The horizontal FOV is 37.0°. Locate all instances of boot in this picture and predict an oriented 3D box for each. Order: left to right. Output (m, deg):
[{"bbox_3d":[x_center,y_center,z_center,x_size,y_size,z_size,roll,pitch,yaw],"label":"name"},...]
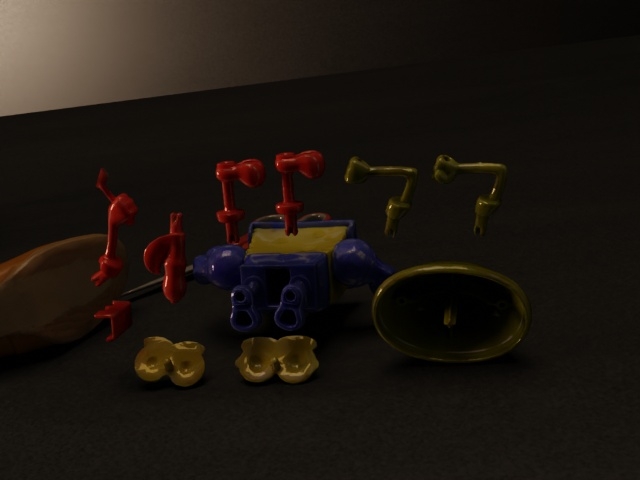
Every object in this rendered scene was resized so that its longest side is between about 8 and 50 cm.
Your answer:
[{"bbox_3d":[-0.355,0.064,0.942,0.211,0.104,0.295,4,26,34],"label":"boot"}]

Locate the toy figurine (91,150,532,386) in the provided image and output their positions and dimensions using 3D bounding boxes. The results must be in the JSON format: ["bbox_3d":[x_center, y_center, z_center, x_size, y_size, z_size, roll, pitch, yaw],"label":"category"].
[{"bbox_3d":[0.000,0.000,0.868,0.362,0.191,0.217,-3,13,11],"label":"toy figurine"}]

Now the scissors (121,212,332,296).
[{"bbox_3d":[-0.099,0.015,1.114,0.109,0.021,0.297,7,21,34],"label":"scissors"}]
